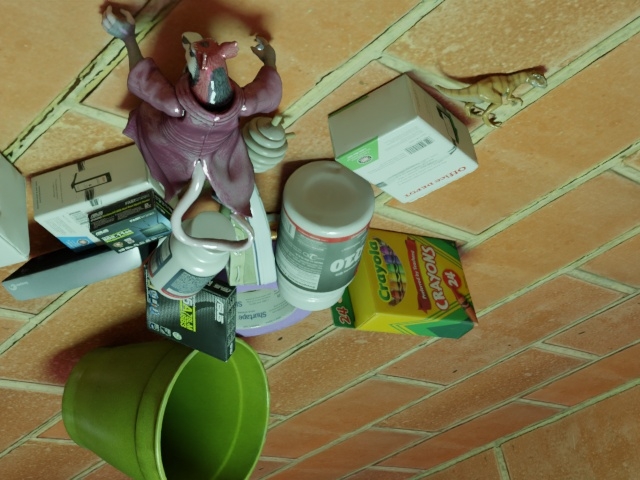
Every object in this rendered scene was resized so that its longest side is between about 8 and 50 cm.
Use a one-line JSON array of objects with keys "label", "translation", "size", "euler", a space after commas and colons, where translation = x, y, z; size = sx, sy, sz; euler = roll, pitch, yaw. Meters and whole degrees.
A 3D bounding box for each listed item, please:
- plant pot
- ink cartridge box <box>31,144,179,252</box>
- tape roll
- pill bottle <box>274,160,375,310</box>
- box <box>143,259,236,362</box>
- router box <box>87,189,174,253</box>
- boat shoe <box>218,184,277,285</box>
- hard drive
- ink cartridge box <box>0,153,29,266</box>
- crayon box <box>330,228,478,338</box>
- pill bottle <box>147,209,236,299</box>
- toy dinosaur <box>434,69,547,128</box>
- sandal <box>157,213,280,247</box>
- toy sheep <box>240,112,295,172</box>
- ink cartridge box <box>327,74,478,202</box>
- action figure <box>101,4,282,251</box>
[{"label": "plant pot", "translation": [-0.358, 0.369, 2.213], "size": [0.353, 0.366, 0.366], "euler": [4, 164, 34]}, {"label": "ink cartridge box", "translation": [-0.353, -0.068, 1.694], "size": [0.203, 0.085, 0.148], "euler": [-17, 153, 8]}, {"label": "tape roll", "translation": [-0.145, 0.104, 2.098], "size": [0.275, 0.090, 0.275], "euler": [-10, 152, -5]}, {"label": "pill bottle", "translation": [0.000, 0.000, 1.856], "size": [0.161, 0.161, 0.283], "euler": [-6, 147, -12]}, {"label": "box", "translation": [-0.252, 0.133, 1.978], "size": [0.184, 0.045, 0.190], "euler": [23, 136, 16]}, {"label": "router box", "translation": [-0.301, -0.029, 1.654], "size": [0.122, 0.038, 0.092], "euler": [-20, 151, 13]}, {"label": "boat shoe", "translation": [-0.141, -0.018, 1.793], "size": [0.094, 0.109, 0.302], "euler": [-17, 136, -7]}, {"label": "hard drive", "translation": [-0.417, 0.038, 1.807], "size": [0.255, 0.054, 0.172], "euler": [-16, -167, 9]}, {"label": "ink cartridge box", "translation": [-0.679, -0.045, 1.526], "size": [0.395, 0.166, 0.285], "euler": [-14, 153, 7]}, {"label": "crayon box", "translation": [0.157, 0.087, 2.059], "size": [0.319, 0.202, 0.081], "euler": [7, 147, -33]}, {"label": "pill bottle", "translation": [-0.217, 0.023, 1.741], "size": [0.108, 0.108, 0.180], "euler": [5, 154, -29]}, {"label": "toy dinosaur", "translation": [0.263, -0.240, 1.659], "size": [0.212, 0.064, 0.112], "euler": [-13, 136, -17]}, {"label": "sandal", "translation": [-0.175, 0.007, 1.916], "size": [0.265, 0.076, 0.102], "euler": [-9, 152, -4]}, {"label": "toy sheep", "translation": [-0.092, -0.157, 1.637], "size": [0.091, 0.091, 0.132], "euler": [5, 134, -28]}, {"label": "ink cartridge box", "translation": [0.141, -0.163, 1.701], "size": [0.160, 0.092, 0.219], "euler": [-26, 150, 26]}, {"label": "action figure", "translation": [-0.182, -0.162, 1.415], "size": [0.248, 0.275, 0.370], "euler": [2, 164, -12]}]
